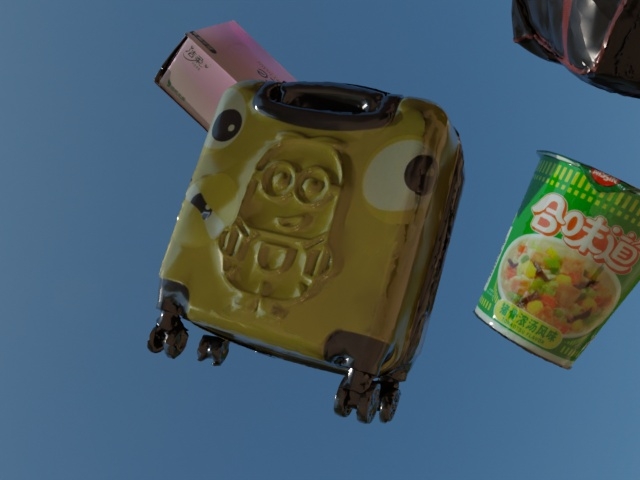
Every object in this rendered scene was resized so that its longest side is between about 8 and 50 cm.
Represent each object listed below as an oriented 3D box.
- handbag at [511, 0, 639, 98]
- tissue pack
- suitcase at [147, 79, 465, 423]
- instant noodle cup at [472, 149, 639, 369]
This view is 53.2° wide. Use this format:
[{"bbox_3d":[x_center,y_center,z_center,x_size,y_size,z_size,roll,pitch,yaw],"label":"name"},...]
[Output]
[{"bbox_3d":[0.231,-0.214,0.443,0.155,0.169,0.215,9,-66,-12],"label":"handbag"},{"bbox_3d":[-0.085,-0.184,0.890,0.246,0.092,0.148,43,-149,-4],"label":"tissue pack"},{"bbox_3d":[0.000,0.000,0.494,0.143,0.194,0.234,38,-113,-65],"label":"suitcase"},{"bbox_3d":[0.314,0.029,0.826,0.207,0.207,0.232,21,-78,-35],"label":"instant noodle cup"}]
